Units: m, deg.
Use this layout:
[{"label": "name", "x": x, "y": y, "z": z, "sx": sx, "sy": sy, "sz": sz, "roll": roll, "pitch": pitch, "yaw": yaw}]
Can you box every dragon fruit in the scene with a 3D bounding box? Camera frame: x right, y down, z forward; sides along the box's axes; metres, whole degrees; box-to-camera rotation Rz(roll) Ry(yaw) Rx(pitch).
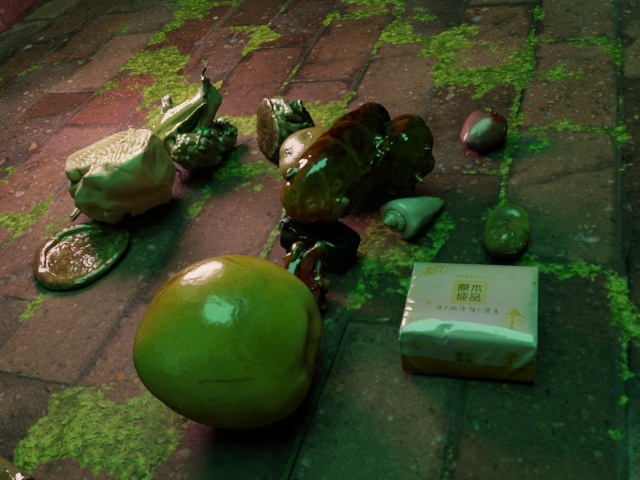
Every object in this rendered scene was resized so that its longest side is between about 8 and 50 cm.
[{"label": "dragon fruit", "x": -0.045, "y": 0.087, "z": 1.292, "sx": 0.133, "sy": 0.207, "sz": 0.150, "roll": 41, "pitch": 20, "yaw": 31}]

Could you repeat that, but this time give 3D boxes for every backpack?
[{"label": "backpack", "x": 0.000, "y": 0.002, "z": 1.400, "sx": 0.165, "sy": 0.105, "sz": 0.120, "roll": 30, "pitch": 34, "yaw": 21}]

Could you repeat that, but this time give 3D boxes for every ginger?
[{"label": "ginger", "x": 0.094, "y": -0.158, "z": 1.379, "sx": 0.254, "sy": 0.176, "sz": 0.418, "roll": 28, "pitch": 46, "yaw": 22}]

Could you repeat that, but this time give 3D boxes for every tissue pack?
[{"label": "tissue pack", "x": 0.265, "y": 0.139, "z": 1.138, "sx": 0.225, "sy": 0.124, "sz": 0.185, "roll": 2, "pitch": 40, "yaw": 19}]

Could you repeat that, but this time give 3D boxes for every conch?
[{"label": "conch", "x": 0.198, "y": -0.067, "z": 1.429, "sx": 0.094, "sy": 0.104, "sz": 0.176, "roll": 50, "pitch": 57, "yaw": 0}]

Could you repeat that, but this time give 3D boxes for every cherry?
[{"label": "cherry", "x": 0.404, "y": -0.275, "z": 1.614, "sx": 0.126, "sy": 0.087, "sz": 0.106, "roll": -37, "pitch": 48, "yaw": 2}]

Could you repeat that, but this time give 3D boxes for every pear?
[{"label": "pear", "x": -0.152, "y": 0.169, "z": 1.109, "sx": 0.315, "sy": 0.314, "sz": 0.314, "roll": -9, "pitch": 40, "yaw": 7}]

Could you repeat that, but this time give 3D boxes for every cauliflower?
[{"label": "cauliflower", "x": -0.336, "y": -0.324, "z": 1.760, "sx": 0.239, "sy": 0.315, "sz": 0.256, "roll": 29, "pitch": 33, "yaw": -9}]

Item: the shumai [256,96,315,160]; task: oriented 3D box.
[{"label": "shumai", "x": -0.093, "y": -0.316, "z": 1.786, "sx": 0.142, "sy": 0.184, "sz": 0.184, "roll": -5, "pitch": 34, "yaw": -27}]

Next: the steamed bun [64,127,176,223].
[{"label": "steamed bun", "x": -0.513, "y": -0.150, "z": 1.669, "sx": 0.289, "sy": 0.203, "sz": 0.276, "roll": -18, "pitch": 31, "yaw": 15}]

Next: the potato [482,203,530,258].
[{"label": "potato", "x": 0.383, "y": -0.016, "z": 1.326, "sx": 0.092, "sy": 0.070, "sz": 0.138, "roll": 6, "pitch": 42, "yaw": 25}]

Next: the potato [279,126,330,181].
[{"label": "potato", "x": 0.023, "y": -0.202, "z": 1.594, "sx": 0.252, "sy": 0.159, "sz": 0.174, "roll": 0, "pitch": 71, "yaw": -1}]

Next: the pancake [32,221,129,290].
[{"label": "pancake", "x": -0.596, "y": 0.032, "z": 1.605, "sx": 0.250, "sy": 0.031, "sz": 0.250, "roll": -7, "pitch": 40, "yaw": 6}]

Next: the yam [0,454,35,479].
[{"label": "yam", "x": -0.648, "y": 0.392, "z": 1.161, "sx": 0.372, "sy": 0.083, "sz": 0.083, "roll": 15, "pitch": 48, "yaw": 29}]

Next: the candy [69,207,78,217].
[{"label": "candy", "x": -0.631, "y": -0.170, "z": 1.835, "sx": 0.084, "sy": 0.078, "sz": 0.287, "roll": 11, "pitch": 52, "yaw": 11}]
